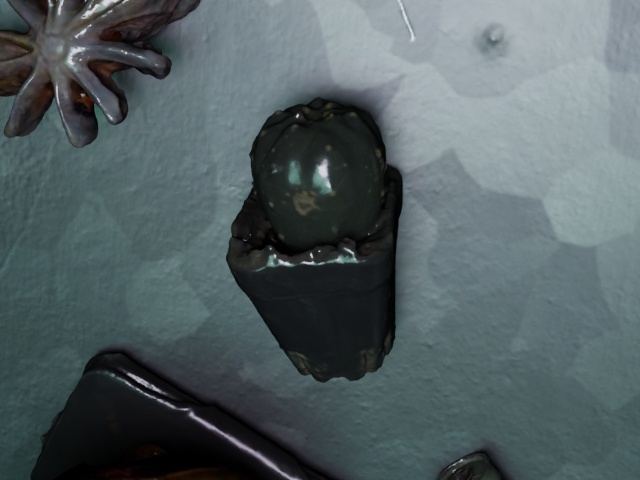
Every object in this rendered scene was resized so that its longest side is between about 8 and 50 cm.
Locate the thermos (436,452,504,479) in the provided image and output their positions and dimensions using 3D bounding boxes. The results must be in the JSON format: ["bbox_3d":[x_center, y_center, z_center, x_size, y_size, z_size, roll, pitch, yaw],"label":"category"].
[{"bbox_3d":[0.192,0.300,1.064,0.073,0.083,0.187,-29,104,40],"label":"thermos"}]

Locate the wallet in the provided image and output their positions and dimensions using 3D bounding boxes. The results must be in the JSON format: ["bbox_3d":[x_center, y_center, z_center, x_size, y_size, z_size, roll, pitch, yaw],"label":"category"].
[{"bbox_3d":[-0.114,0.268,1.114,0.378,0.051,0.197,30,114,0],"label":"wallet"}]

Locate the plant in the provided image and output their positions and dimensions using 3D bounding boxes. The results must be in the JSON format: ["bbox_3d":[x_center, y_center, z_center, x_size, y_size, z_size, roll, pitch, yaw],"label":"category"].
[{"bbox_3d":[0.000,0.000,0.944,0.142,0.164,0.256,1,120,10],"label":"plant"}]

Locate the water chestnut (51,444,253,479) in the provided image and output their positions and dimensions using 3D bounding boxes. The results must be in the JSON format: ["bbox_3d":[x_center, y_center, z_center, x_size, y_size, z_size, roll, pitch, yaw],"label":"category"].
[{"bbox_3d":[-0.166,0.372,0.969,0.335,0.335,0.346,-29,71,18],"label":"water chestnut"}]

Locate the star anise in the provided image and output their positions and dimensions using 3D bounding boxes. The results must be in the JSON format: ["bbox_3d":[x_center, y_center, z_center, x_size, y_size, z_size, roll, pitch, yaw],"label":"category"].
[{"bbox_3d":[-0.210,-0.191,0.945,0.198,0.111,0.257,41,104,11],"label":"star anise"}]
